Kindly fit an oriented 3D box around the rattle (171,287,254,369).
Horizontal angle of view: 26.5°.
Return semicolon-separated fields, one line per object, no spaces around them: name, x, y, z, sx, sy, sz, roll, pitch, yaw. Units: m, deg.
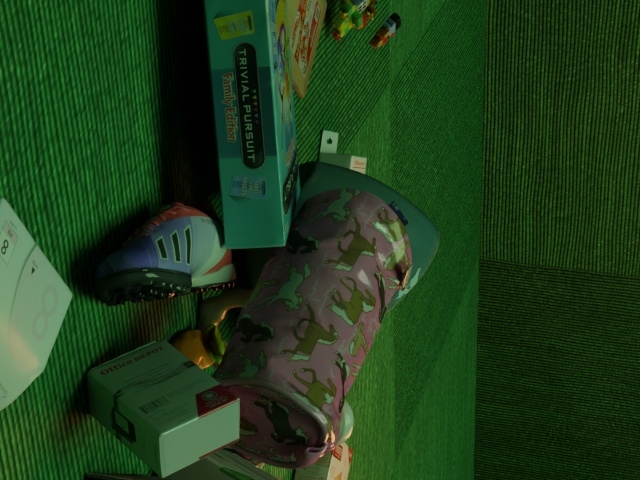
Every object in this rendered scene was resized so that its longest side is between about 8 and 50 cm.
rattle;-0.081;0.128;1.800;0.143;0.199;0.130;35;63;-72

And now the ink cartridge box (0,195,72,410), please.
ink cartridge box;-0.315;0.101;1.245;0.189;0.066;0.232;71;26;-57

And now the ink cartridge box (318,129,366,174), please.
ink cartridge box;0.034;-0.097;2.356;0.104;0.061;0.181;-6;103;-74

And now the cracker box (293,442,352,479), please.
cracker box;-0.007;0.470;2.455;0.156;0.067;0.232;58;41;-66

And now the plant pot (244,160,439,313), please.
plant pot;0.000;0.000;1.984;0.195;0.290;0.290;50;35;-17

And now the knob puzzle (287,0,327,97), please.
knob puzzle;-0.041;-0.334;2.049;0.213;0.030;0.213;8;90;-74

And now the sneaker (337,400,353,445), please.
sneaker;-0.096;0.230;1.708;0.151;0.256;0.094;-7;99;-67

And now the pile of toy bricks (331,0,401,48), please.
pile of toy bricks;0.057;-0.380;2.273;0.105;0.118;0.212;-45;163;-11

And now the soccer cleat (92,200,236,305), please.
soccer cleat;-0.187;0.010;1.596;0.318;0.108;0.116;-4;84;-74

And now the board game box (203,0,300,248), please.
board game box;-0.082;-0.188;1.723;0.254;0.079;0.336;-79;165;-72

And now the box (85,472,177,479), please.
box;-0.232;0.425;1.613;0.169;0.087;0.290;30;69;-73

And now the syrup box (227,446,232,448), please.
syrup box;-0.076;0.220;2.040;0.237;0.096;0.093;-47;137;-62

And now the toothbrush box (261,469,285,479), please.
toothbrush box;-0.040;0.527;2.058;0.126;0.216;0.296;-35;134;-46

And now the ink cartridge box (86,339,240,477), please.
ink cartridge box;-0.178;0.186;1.528;0.109;0.150;0.063;-22;127;-34

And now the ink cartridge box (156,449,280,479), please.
ink cartridge box;-0.118;0.347;1.835;0.087;0.153;0.208;-62;161;-3

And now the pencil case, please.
pencil case;-0.006;0.103;1.681;0.386;0.167;0.160;-62;143;-44

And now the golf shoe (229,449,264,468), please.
golf shoe;-0.103;0.309;2.078;0.086;0.067;0.186;-61;173;26
